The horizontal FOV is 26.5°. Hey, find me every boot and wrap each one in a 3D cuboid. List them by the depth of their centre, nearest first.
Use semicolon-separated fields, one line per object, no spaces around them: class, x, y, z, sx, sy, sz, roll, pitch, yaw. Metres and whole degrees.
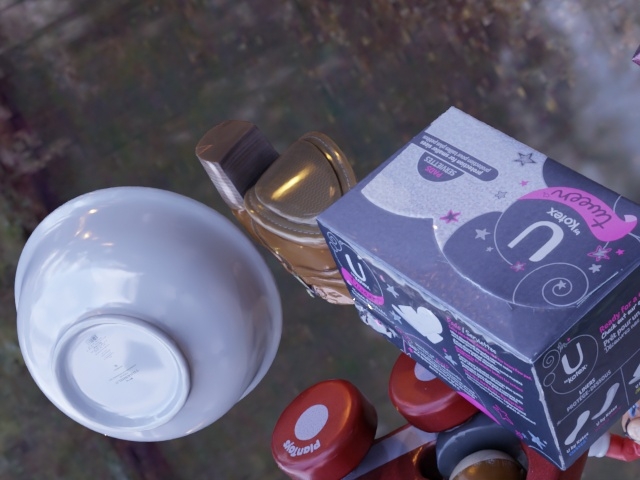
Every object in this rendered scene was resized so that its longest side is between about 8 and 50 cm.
boot;0.000;0.000;1.352;0.283;0.109;0.220;21;155;54

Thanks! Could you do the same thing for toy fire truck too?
toy fire truck;0.096;0.233;1.165;0.169;0.302;0.254;48;-155;-32

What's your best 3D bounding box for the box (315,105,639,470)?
box;0.145;0.027;1.063;0.247;0.163;0.142;36;159;42

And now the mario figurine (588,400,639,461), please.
mario figurine;0.451;0.294;1.792;0.170;0.198;0.321;-137;24;-80

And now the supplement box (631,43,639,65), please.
supplement box;0.389;-0.225;1.283;0.104;0.188;0.081;34;157;-3

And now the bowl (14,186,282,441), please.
bowl;-0.192;0.104;1.411;0.134;0.297;0.298;-79;-30;-60
